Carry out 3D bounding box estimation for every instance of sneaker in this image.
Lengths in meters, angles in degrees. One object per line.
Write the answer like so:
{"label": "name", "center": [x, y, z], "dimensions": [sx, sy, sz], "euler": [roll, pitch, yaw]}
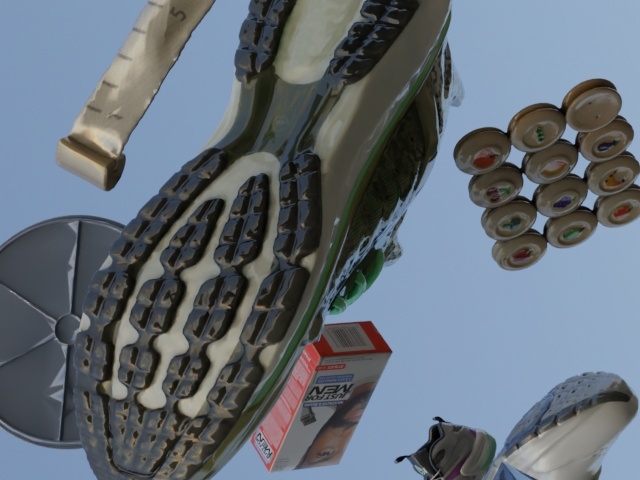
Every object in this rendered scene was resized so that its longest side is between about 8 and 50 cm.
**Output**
{"label": "sneaker", "center": [0.204, 0.230, 1.481], "dimensions": [0.129, 0.297, 0.111], "euler": [40, -142, 7]}
{"label": "sneaker", "center": [0.082, 0.172, 1.166], "dimensions": [0.069, 0.038, 0.098], "euler": [23, -120, -16]}
{"label": "sneaker", "center": [0.000, 0.000, 1.044], "dimensions": [0.182, 0.158, 0.410], "euler": [48, -115, -46]}

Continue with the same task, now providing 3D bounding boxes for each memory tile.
{"label": "memory tile", "center": [0.152, -0.039, 1.063], "dimensions": [0.148, 0.113, 0.012], "euler": [61, -173, -50]}

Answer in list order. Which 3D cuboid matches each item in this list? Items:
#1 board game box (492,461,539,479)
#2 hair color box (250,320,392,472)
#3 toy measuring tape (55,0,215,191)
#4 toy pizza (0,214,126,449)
{"label": "board game box", "center": [0.117, 0.270, 0.940], "dimensions": [0.165, 0.042, 0.243], "euler": [28, -84, -11]}
{"label": "hair color box", "center": [0.000, 0.164, 1.724], "dimensions": [0.093, 0.167, 0.053], "euler": [-3, -138, -33]}
{"label": "toy measuring tape", "center": [-0.042, -0.171, 0.957], "dimensions": [0.121, 0.121, 0.330], "euler": [30, -92, -33]}
{"label": "toy pizza", "center": [-0.210, 0.078, 1.402], "dimensions": [0.032, 0.201, 0.201], "euler": [56, -144, -76]}
